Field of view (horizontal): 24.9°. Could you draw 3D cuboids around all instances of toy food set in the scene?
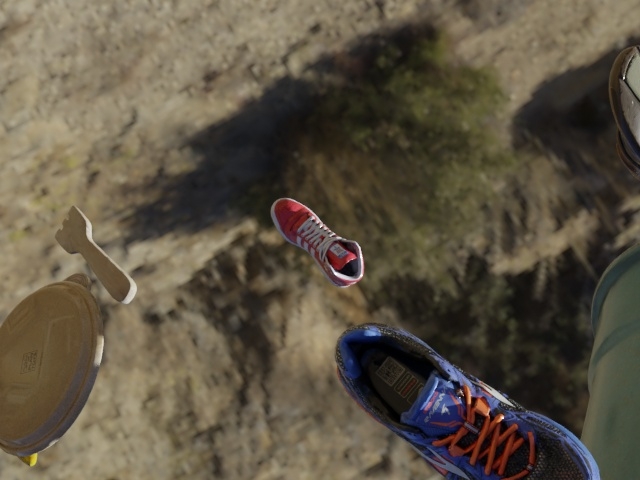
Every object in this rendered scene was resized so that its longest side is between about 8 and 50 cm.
[{"bbox_3d":[-0.185,0.086,0.989,0.038,0.132,0.192,27,100,-42],"label":"toy food set"}]

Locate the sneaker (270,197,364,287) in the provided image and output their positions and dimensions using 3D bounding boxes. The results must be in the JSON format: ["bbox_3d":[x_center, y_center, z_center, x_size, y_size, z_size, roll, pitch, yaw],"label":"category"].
[{"bbox_3d":[0.000,0.000,1.494,0.042,0.118,0.067,-46,-172,-12],"label":"sneaker"}]

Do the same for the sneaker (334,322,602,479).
[{"bbox_3d":[0.091,0.127,0.999,0.083,0.221,0.087,-59,156,-4],"label":"sneaker"}]

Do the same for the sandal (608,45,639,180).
[{"bbox_3d":[0.305,-0.089,1.308,0.060,0.090,0.219,6,156,41],"label":"sandal"}]

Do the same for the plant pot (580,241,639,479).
[{"bbox_3d":[0.357,0.221,1.249,0.334,0.341,0.341,-63,-178,-34],"label":"plant pot"}]
